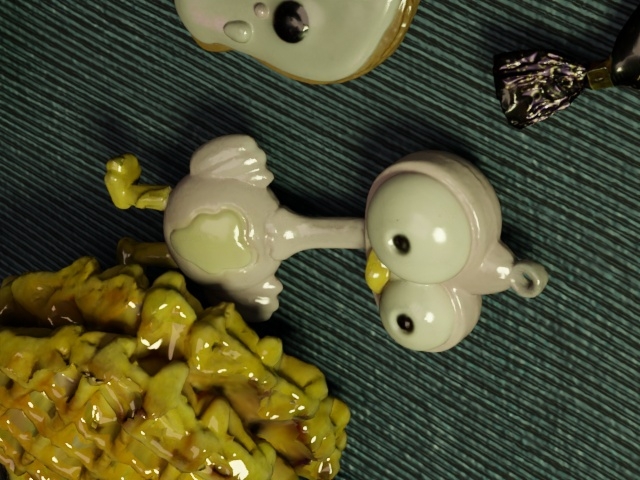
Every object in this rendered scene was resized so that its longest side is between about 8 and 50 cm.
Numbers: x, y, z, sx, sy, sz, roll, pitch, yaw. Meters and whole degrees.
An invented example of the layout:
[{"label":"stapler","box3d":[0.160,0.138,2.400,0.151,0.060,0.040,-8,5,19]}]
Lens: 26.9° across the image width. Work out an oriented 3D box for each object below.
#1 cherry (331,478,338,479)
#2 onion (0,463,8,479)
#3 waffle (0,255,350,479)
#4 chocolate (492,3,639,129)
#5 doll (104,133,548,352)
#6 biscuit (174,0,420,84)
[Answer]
[{"label":"cherry","box3d":[0.069,0.283,1.097,0.225,0.090,0.107,33,124,34]},{"label":"onion","box3d":[-0.430,0.255,1.275,0.282,0.260,0.336,-41,70,-5]},{"label":"waffle","box3d":[-0.150,0.140,1.095,0.324,0.151,0.261,6,145,26]},{"label":"chocolate","box3d":[0.191,-0.119,0.904,0.147,0.070,0.072,-16,125,34]},{"label":"doll","box3d":[0.001,0.000,1.035,0.365,0.094,0.160,9,113,28]},{"label":"biscuit","box3d":[-0.024,-0.208,1.009,0.208,0.049,0.181,26,118,23]}]
